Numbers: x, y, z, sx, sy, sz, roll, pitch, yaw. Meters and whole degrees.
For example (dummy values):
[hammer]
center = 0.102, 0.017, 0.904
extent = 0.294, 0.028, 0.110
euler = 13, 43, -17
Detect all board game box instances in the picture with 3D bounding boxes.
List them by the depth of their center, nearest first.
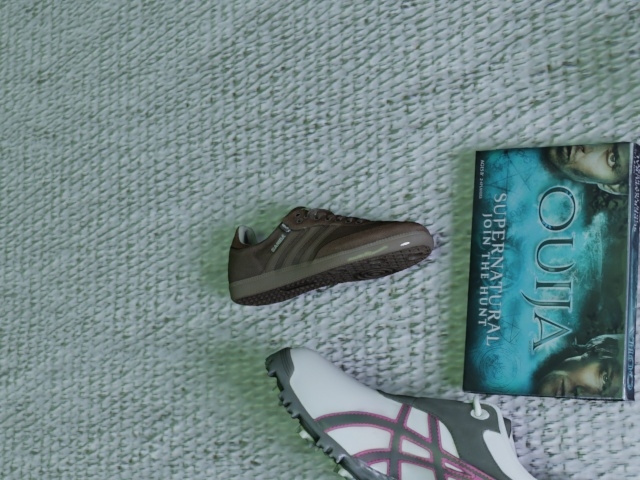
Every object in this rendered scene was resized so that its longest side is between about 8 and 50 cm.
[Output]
[board game box]
center = 0.171, 0.023, 0.893
extent = 0.126, 0.026, 0.186
euler = -2, 80, 32

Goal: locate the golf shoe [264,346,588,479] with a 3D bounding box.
[golf shoe]
center = 0.077, 0.154, 0.898
extent = 0.273, 0.105, 0.120
euler = 40, 87, 25

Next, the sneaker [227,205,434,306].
[sneaker]
center = 0.000, 0.000, 0.979
extent = 0.188, 0.066, 0.071
euler = -16, 72, 28
